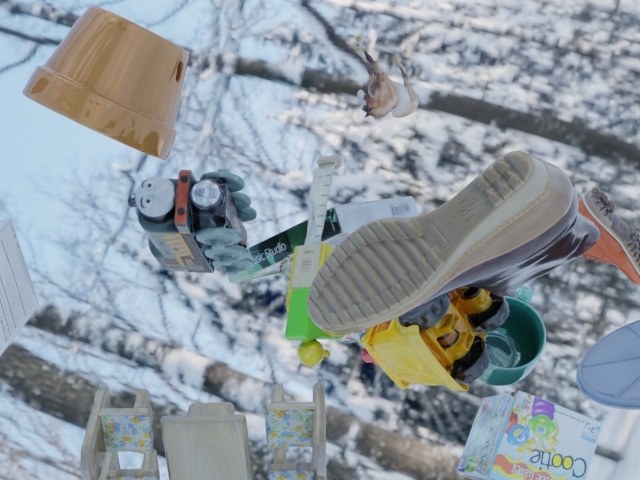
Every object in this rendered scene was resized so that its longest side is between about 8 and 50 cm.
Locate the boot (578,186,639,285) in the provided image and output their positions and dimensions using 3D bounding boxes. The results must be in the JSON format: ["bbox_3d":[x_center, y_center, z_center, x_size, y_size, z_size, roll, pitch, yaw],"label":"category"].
[{"bbox_3d":[0.391,0.009,1.482,0.084,0.158,0.059,-37,5,34],"label":"boot"}]

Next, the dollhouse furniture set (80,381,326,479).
[{"bbox_3d":[-0.099,0.268,0.983,0.161,0.212,0.242,-90,-2,-58],"label":"dollhouse furniture set"}]

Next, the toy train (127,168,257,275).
[{"bbox_3d":[-0.217,-0.027,1.873,0.334,0.190,0.142,78,-167,-73],"label":"toy train"}]

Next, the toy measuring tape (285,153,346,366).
[{"bbox_3d":[0.017,0.037,1.675,0.121,0.121,0.330,65,-148,-70],"label":"toy measuring tape"}]

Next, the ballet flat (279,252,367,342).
[{"bbox_3d":[0.007,0.074,1.798,0.091,0.241,0.077,-23,-46,-22],"label":"ballet flat"}]

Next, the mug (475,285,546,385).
[{"bbox_3d":[0.299,0.162,1.739,0.157,0.129,0.097,-24,-26,-18],"label":"mug"}]

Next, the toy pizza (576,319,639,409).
[{"bbox_3d":[0.388,0.139,1.210,0.201,0.201,0.032,-50,-56,-56],"label":"toy pizza"}]

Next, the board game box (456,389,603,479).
[{"bbox_3d":[0.329,0.336,1.732,0.275,0.144,0.142,106,-174,-79],"label":"board game box"}]

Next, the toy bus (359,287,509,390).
[{"bbox_3d":[0.155,0.117,1.639,0.149,0.211,0.220,49,-129,-24],"label":"toy bus"}]

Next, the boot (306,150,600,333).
[{"bbox_3d":[0.129,0.028,0.977,0.248,0.090,0.207,-34,-30,13],"label":"boot"}]

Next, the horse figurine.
[{"bbox_3d":[0.138,-0.311,2.202,0.263,0.066,0.175,14,-129,-62],"label":"horse figurine"}]

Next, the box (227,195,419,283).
[{"bbox_3d":[0.000,0.000,2.074,0.232,0.322,0.059,-8,-103,-47],"label":"box"}]

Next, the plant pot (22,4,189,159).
[{"bbox_3d":[-0.374,-0.299,1.991,0.204,0.290,0.291,-64,-13,4],"label":"plant pot"}]

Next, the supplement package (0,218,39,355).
[{"bbox_3d":[-0.610,0.099,1.791,0.293,0.177,0.175,-86,-16,-73],"label":"supplement package"}]
